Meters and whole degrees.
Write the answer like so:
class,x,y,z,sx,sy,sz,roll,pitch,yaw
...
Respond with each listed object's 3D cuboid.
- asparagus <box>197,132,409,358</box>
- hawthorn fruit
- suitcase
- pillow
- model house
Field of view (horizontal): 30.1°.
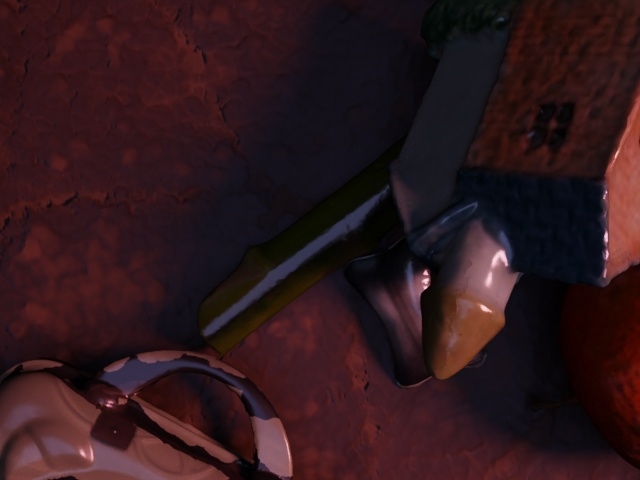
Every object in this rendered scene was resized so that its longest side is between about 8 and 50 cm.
class,x,y,z,sx,sy,sz,roll,pitch,yaw
asparagus,0.000,0.001,1.073,0.277,0.060,0.067,-36,89,1
hawthorn fruit,0.295,0.101,1.011,0.271,0.242,0.242,-25,90,25
suitcase,-0.162,0.251,1.002,0.351,0.194,0.339,29,87,-1
pillow,0.084,0.063,1.074,0.091,0.055,0.136,-23,88,1
model house,0.171,-0.022,0.925,0.194,0.267,0.325,42,68,-41
